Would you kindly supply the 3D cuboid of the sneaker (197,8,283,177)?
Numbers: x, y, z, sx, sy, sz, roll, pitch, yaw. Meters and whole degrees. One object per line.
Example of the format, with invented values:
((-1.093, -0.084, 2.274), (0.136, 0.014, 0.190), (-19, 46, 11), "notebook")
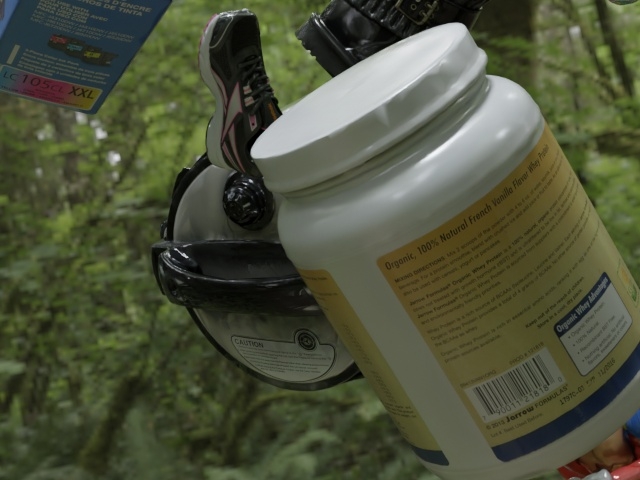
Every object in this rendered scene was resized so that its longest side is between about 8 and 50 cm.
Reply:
((-0.067, -0.142, 1.308), (0.072, 0.178, 0.077), (-31, 44, -33), "sneaker")

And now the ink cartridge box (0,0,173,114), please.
((-0.237, -0.344, 1.405), (0.151, 0.270, 0.395), (11, -24, -24), "ink cartridge box")

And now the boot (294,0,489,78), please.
((0.163, -0.233, 1.594), (0.260, 0.348, 0.131), (-45, -3, 14), "boot")

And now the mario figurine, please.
((0.358, 0.196, 1.520), (0.198, 0.170, 0.320), (-18, -17, -35), "mario figurine")

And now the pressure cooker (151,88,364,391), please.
((-0.003, -0.006, 1.785), (0.420, 0.375, 0.370), (-35, -13, -51), "pressure cooker")

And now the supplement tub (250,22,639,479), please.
((0.107, 0.011, 1.057), (0.228, 0.316, 0.228), (-29, 16, 9), "supplement tub")

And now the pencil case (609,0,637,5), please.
((0.529, -0.414, 1.885), (0.124, 0.124, 0.284), (-7, 0, -43), "pencil case")
